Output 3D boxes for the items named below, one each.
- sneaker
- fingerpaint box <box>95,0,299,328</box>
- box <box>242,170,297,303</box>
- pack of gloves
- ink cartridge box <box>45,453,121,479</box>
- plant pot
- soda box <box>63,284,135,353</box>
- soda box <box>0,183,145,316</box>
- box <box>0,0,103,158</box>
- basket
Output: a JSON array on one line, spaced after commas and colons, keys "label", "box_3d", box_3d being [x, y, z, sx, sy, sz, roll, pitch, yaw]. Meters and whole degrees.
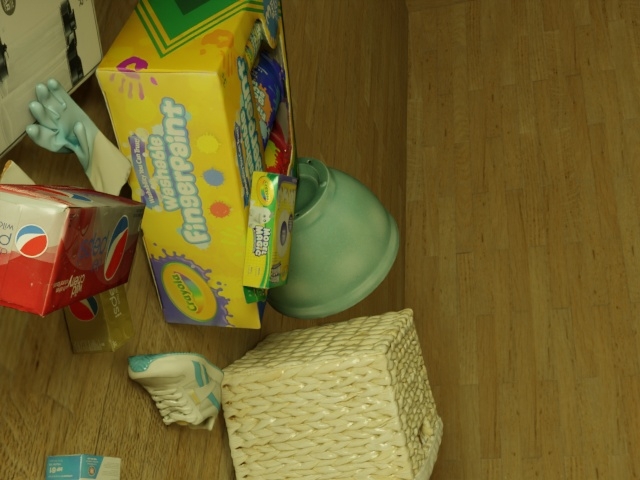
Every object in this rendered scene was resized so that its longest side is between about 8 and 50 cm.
[{"label": "sneaker", "box_3d": [-0.201, 0.215, 1.248, 0.229, 0.087, 0.092, 46, 43, -61]}, {"label": "fingerpaint box", "box_3d": [-0.148, -0.154, 1.287, 0.371, 0.163, 0.445, -77, 167, -47]}, {"label": "box", "box_3d": [-0.070, -0.002, 1.201, 0.105, 0.043, 0.179, -6, 103, -78]}, {"label": "pack of gloves", "box_3d": [-0.261, -0.051, 0.954, 0.232, 0.046, 0.195, 59, 35, -65]}, {"label": "ink cartridge box", "box_3d": [-0.278, 0.314, 1.010, 0.088, 0.052, 0.123, 43, 42, -65]}, {"label": "plant pot", "box_3d": [-0.025, -0.028, 1.616, 0.196, 0.292, 0.293, 56, 31, -41]}, {"label": "soda box", "box_3d": [-0.285, 0.045, 1.074, 0.061, 0.058, 0.182, -43, 125, -69]}, {"label": "soda box", "box_3d": [-0.236, 0.000, 0.788, 0.263, 0.083, 0.092, -50, 155, -87]}, {"label": "box", "box_3d": [-0.333, -0.212, 0.903, 0.290, 0.087, 0.169, -70, 162, -57]}, {"label": "basket", "box_3d": [0.023, 0.304, 1.572, 0.328, 0.331, 0.267, -30, 107, -72]}]
